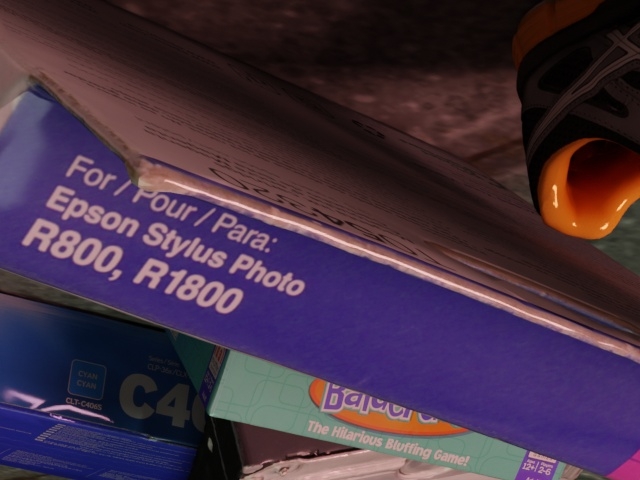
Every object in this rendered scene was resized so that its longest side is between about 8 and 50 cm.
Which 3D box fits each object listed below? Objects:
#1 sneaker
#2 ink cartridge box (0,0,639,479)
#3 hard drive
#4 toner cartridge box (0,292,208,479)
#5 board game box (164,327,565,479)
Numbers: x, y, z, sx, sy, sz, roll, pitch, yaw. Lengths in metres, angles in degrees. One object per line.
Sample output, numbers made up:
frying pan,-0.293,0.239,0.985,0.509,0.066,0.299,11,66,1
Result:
sneaker,0.141,-0.061,0.609,0.084,0.083,0.215,17,157,-22
ink cartridge box,0.000,0.000,0.606,0.324,0.071,0.330,22,-169,-32
hard drive,0.034,0.159,1.118,0.237,0.064,0.339,-8,154,-16
toner cartridge box,-0.194,0.096,1.166,0.348,0.075,0.165,15,157,-22
board game box,0.006,0.033,0.808,0.160,0.047,0.210,15,-166,-22
